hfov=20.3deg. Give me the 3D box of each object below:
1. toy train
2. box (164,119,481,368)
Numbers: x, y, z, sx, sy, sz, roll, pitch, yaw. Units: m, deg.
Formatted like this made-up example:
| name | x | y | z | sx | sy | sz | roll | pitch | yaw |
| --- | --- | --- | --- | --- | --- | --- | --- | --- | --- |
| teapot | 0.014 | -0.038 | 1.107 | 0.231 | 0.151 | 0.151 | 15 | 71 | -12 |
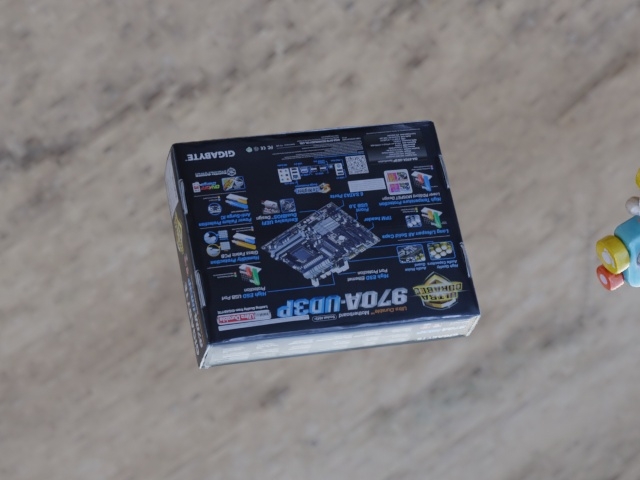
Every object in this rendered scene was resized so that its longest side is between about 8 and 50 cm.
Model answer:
| name | x | y | z | sx | sy | sz | roll | pitch | yaw |
| --- | --- | --- | --- | --- | --- | --- | --- | --- | --- |
| toy train | 0.250 | -0.024 | 1.159 | 0.125 | 0.046 | 0.166 | 5 | 122 | -42 |
| box | 0.000 | 0.000 | 1.399 | 0.220 | 0.175 | 0.051 | -6 | 156 | -14 |
